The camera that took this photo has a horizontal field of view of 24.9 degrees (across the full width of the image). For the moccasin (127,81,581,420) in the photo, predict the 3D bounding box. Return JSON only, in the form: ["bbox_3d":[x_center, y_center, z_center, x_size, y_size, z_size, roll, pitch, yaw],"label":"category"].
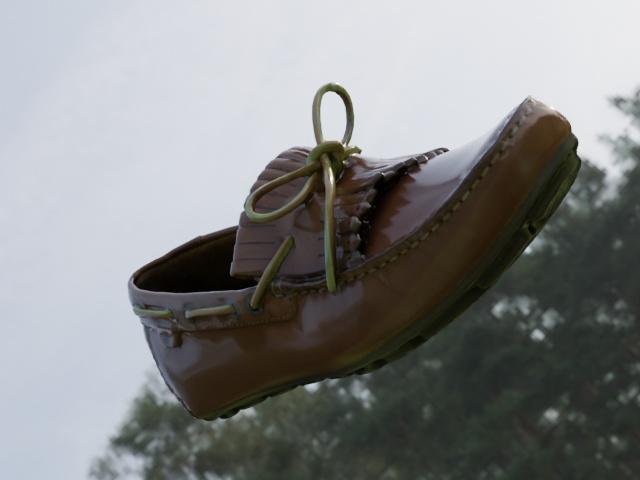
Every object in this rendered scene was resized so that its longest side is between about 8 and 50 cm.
[{"bbox_3d":[0.002,-0.002,0.882,0.139,0.147,0.380,-44,11,-34],"label":"moccasin"}]
